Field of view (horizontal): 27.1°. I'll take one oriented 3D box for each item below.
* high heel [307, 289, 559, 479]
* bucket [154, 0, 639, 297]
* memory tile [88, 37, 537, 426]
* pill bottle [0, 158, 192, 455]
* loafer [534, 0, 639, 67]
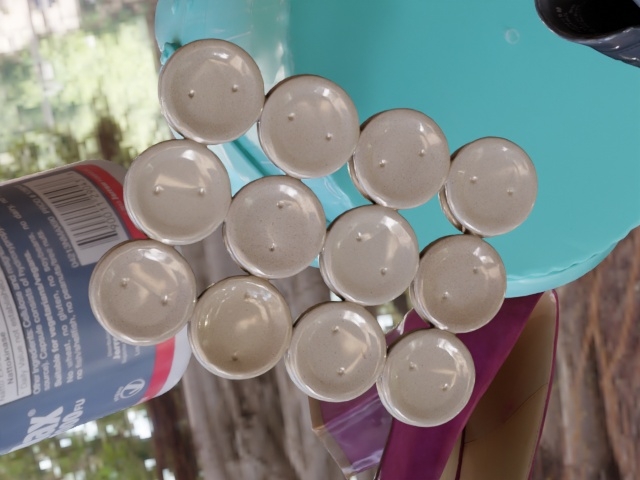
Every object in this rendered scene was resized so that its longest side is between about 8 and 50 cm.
[{"bbox_3d":[0.105,0.172,0.790,0.181,0.127,0.377,-25,-135,9],"label":"high heel"},{"bbox_3d":[0.063,-0.103,0.721,0.281,0.281,0.183,-13,-171,-18],"label":"bucket"},{"bbox_3d":[0.000,0.000,0.474,0.148,0.113,0.012,18,178,-17],"label":"memory tile"},{"bbox_3d":[-0.151,0.037,0.520,0.180,0.108,0.108,-18,-164,-36],"label":"pill bottle"},{"bbox_3d":[0.114,-0.098,0.477,0.078,0.223,0.076,-35,-131,8],"label":"loafer"}]
